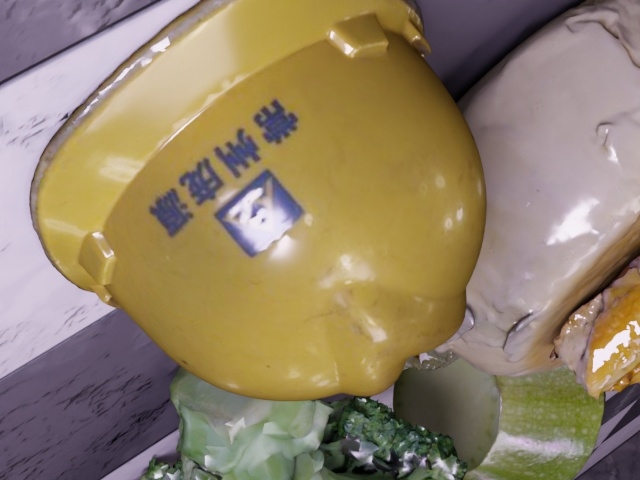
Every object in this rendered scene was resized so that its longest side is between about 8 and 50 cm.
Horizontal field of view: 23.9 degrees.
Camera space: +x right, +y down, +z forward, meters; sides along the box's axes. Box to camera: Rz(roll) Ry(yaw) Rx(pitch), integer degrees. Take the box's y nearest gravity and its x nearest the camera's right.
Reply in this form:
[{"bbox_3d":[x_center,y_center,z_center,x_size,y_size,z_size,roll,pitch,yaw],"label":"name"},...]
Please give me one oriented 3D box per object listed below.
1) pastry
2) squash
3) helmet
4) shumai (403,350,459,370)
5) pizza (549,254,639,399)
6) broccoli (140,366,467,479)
[{"bbox_3d":[0.152,-0.033,0.894,0.265,0.133,0.265,-35,161,-14],"label":"pastry"},{"bbox_3d":[0.139,0.135,1.260,0.123,0.170,0.170,4,135,-46],"label":"squash"},{"bbox_3d":[0.000,0.000,0.678,0.205,0.140,0.257,-41,165,5],"label":"helmet"},{"bbox_3d":[0.054,0.058,1.063,0.083,0.082,0.080,23,158,-39],"label":"shumai"},{"bbox_3d":[0.256,0.013,0.875,0.305,0.085,0.161,-32,157,-26],"label":"pizza"},{"bbox_3d":[-0.029,0.182,0.964,0.270,0.270,0.270,-31,128,-23],"label":"broccoli"}]
